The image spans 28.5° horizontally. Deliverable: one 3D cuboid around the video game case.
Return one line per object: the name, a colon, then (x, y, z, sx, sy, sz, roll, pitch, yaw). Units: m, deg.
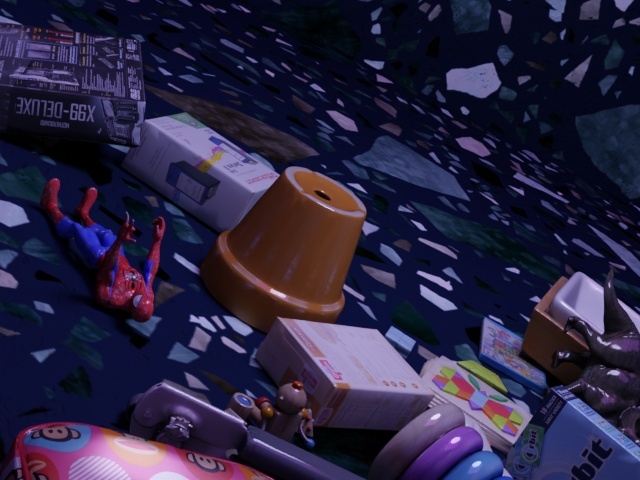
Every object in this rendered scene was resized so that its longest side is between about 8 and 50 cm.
video game case: (0.315, 0.188, 2.068, 0.119, 0.015, 0.166, 29, 19, -1)

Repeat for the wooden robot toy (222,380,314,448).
wooden robot toy: (-0.053, 0.188, 1.440, 0.173, 0.079, 0.076, 9, 28, -47)

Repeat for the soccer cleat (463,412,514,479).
soccer cleat: (0.185, 0.278, 1.581, 0.076, 0.068, 0.196, 6, 33, -43)

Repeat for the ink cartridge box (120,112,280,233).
ink cartridge box: (-0.178, -0.105, 1.975, 0.212, 0.093, 0.154, 36, 19, 11)

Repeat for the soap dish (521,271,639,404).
soap dish: (0.463, 0.174, 2.130, 0.229, 0.118, 0.291, 39, 20, 10)

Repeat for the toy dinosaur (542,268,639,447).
toy dinosaur: (0.440, 0.206, 1.937, 0.160, 0.121, 0.313, 15, 65, -3)

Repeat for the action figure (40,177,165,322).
action figure: (-0.256, -0.013, 1.576, 0.091, 0.139, 0.280, 12, 29, -40)

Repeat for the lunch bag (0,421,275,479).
lunch bag: (-0.126, 0.283, 1.034, 0.293, 0.120, 0.258, 20, 22, -27)

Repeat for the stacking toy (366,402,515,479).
stacking toy: (0.205, 0.340, 1.390, 0.330, 0.141, 0.141, 46, 24, 22)

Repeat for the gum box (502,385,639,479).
gum box: (0.326, 0.301, 1.583, 0.184, 0.157, 0.041, 39, 20, 26)

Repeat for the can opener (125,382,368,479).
can opener: (-0.071, 0.225, 1.329, 0.280, 0.074, 0.093, 28, 18, -7)

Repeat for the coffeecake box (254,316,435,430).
coffeecake box: (0.032, 0.173, 1.615, 0.186, 0.068, 0.142, 11, 27, -43)

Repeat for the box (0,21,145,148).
box: (-0.396, -0.245, 1.937, 0.243, 0.076, 0.307, 5, 25, -13)

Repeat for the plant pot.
plant pot: (-0.034, 0.009, 1.749, 0.205, 0.188, 0.205, 27, 19, -10)

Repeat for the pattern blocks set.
pattern blocks set: (0.221, 0.235, 1.797, 0.325, 0.026, 0.285, 28, 19, -4)
